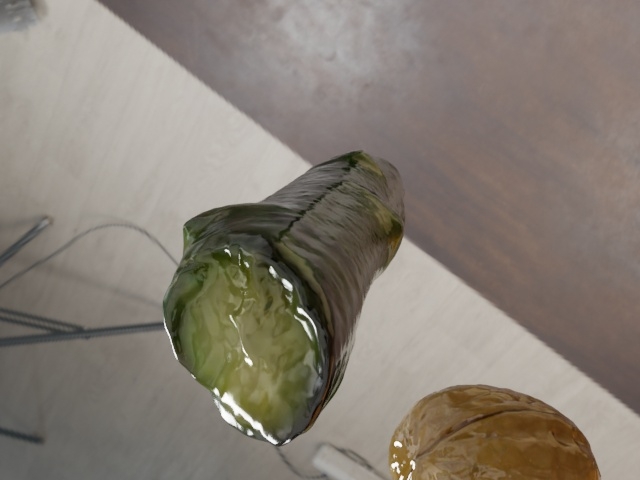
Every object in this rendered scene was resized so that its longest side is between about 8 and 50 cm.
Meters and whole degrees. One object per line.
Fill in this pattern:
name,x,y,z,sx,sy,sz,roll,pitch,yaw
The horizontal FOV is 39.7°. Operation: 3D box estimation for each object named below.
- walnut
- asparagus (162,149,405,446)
walnut,0.161,0.213,0.803,0.197,0.165,0.165,16,133,-23
asparagus,0.000,0.002,0.450,0.085,0.343,0.082,0,106,9
